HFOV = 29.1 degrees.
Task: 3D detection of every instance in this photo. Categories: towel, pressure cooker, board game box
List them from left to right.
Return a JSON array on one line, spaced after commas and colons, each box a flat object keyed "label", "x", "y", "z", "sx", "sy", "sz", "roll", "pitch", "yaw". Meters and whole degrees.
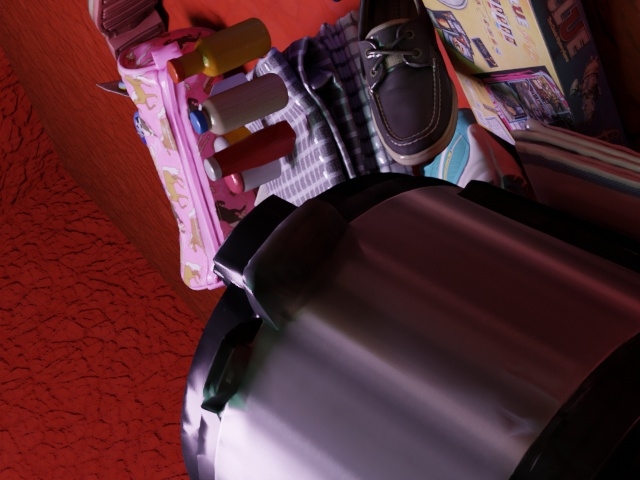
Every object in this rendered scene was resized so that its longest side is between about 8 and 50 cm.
[{"label": "towel", "x": -0.004, "y": -0.102, "z": 1.392, "sx": 0.283, "sy": 0.121, "sz": 0.235, "roll": 156, "pitch": 97, "yaw": -75}, {"label": "pressure cooker", "x": 0.093, "y": 0.143, "z": 0.989, "sx": 0.420, "sy": 0.375, "sz": 0.370, "roll": 29, "pitch": 118, "yaw": 39}, {"label": "board game box", "x": 0.159, "y": -0.153, "z": 1.000, "sx": 0.165, "sy": 0.042, "sz": 0.243, "roll": 40, "pitch": 169, "yaw": 42}, {"label": "towel", "x": 0.281, "y": 0.020, "z": 1.009, "sx": 0.209, "sy": 0.034, "sz": 0.285, "roll": 25, "pitch": 159, "yaw": 42}]

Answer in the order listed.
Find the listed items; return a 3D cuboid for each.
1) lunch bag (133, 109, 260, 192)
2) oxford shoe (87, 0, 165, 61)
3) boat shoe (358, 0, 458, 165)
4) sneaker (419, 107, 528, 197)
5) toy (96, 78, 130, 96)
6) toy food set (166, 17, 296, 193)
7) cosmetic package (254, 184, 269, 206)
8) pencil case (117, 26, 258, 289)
[{"label": "lunch bag", "x": -0.208, "y": -0.146, "z": 2.072, "sx": 0.243, "sy": 0.115, "sz": 0.303, "roll": 60, "pitch": 163, "yaw": -17}, {"label": "oxford shoe", "x": -0.309, "y": -0.380, "z": 1.825, "sx": 0.130, "sy": 0.123, "sz": 0.348, "roll": 56, "pitch": 165, "yaw": 7}, {"label": "boat shoe", "x": 0.066, "y": -0.164, "z": 1.078, "sx": 0.073, "sy": 0.080, "sz": 0.224, "roll": 50, "pitch": -152, "yaw": -44}, {"label": "sneaker", "x": 0.153, "y": -0.041, "z": 1.292, "sx": 0.275, "sy": 0.107, "sz": 0.110, "roll": 99, "pitch": 152, "yaw": -63}, {"label": "toy", "x": -0.258, "y": -0.264, "z": 1.955, "sx": 0.237, "sy": 0.136, "sz": 0.056, "roll": 31, "pitch": 127, "yaw": 59}, {"label": "toy food set", "x": -0.099, "y": -0.117, "z": 1.283, "sx": 0.111, "sy": 0.104, "sz": 0.232, "roll": 59, "pitch": 159, "yaw": 17}, {"label": "cosmetic package", "x": -0.047, "y": -0.086, "z": 1.724, "sx": 0.060, "sy": 0.041, "sz": 0.115, "roll": 43, "pitch": 122, "yaw": 41}, {"label": "pencil case", "x": -0.178, "y": -0.120, "z": 1.808, "sx": 0.167, "sy": 0.160, "sz": 0.386, "roll": 14, "pitch": 127, "yaw": 45}]
